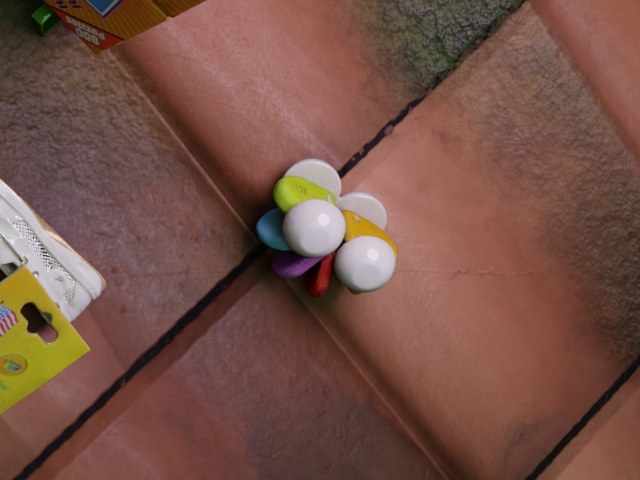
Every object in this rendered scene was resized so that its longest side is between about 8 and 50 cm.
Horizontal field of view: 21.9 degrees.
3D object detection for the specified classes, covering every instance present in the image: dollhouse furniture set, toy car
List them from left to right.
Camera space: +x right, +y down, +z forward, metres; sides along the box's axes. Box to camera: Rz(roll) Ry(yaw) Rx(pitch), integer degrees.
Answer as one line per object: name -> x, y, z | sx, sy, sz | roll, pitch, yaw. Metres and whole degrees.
dollhouse furniture set -> -0.358, -0.307, 1.899 | 0.152, 0.058, 0.076 | 44, 81, 0
toy car -> 0.000, 0.000, 2.029 | 0.182, 0.159, 0.136 | 35, 114, -23

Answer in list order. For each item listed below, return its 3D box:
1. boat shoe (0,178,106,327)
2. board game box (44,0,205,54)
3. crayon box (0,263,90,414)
boat shoe -> -0.367, -0.002, 1.864 | 0.277, 0.098, 0.096 | 44, 73, -21
board game box -> -0.179, -0.476, 1.755 | 0.356, 0.356, 0.356 | 47, 60, -19
crayon box -> -0.424, 0.142, 1.761 | 0.319, 0.081, 0.202 | -34, 147, -7
